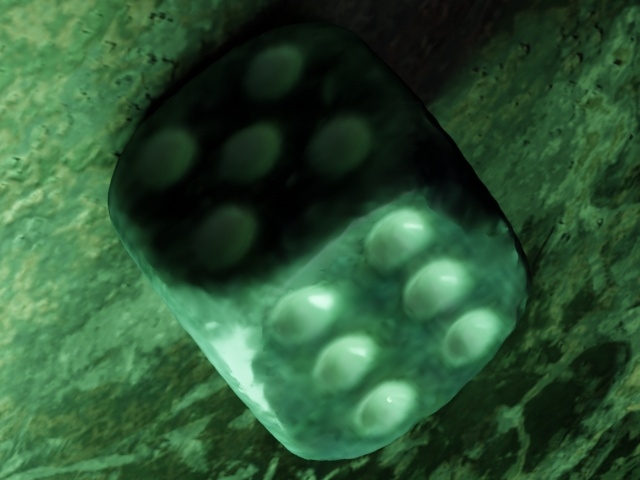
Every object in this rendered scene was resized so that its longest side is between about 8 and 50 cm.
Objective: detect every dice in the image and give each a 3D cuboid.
[{"bbox_3d":[0.000,0.000,0.972,0.181,0.183,0.182,-39,137,0],"label":"dice"}]
